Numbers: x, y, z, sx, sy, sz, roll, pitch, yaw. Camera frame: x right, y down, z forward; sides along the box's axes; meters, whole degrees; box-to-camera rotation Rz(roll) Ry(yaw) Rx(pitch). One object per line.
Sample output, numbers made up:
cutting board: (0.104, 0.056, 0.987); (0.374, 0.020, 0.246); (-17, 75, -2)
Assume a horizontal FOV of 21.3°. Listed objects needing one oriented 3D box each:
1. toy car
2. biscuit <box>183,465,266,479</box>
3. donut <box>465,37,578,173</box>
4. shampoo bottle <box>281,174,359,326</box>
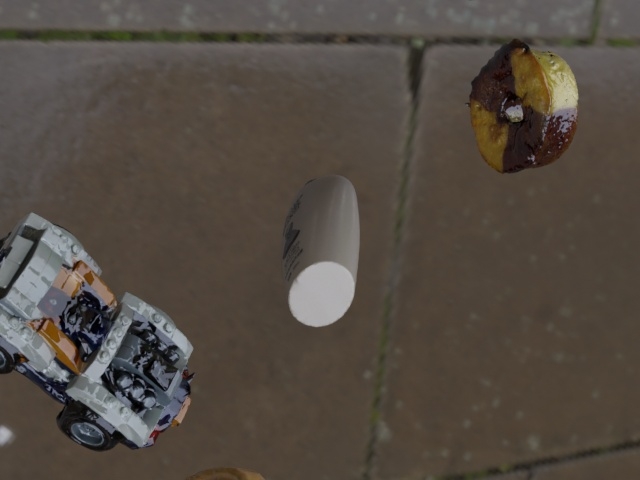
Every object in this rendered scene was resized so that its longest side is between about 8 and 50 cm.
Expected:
toy car: (-0.271, 0.110, 1.975); (0.301, 0.118, 0.193); (41, 48, -18)
biscuit: (-0.054, 0.237, 1.179); (0.029, 0.220, 0.142); (5, 113, -33)
donut: (0.208, -0.135, 1.722); (0.059, 0.140, 0.140); (-3, 108, -27)
shampoo bottle: (0.000, 0.000, 1.877); (0.078, 0.257, 0.127); (23, 113, -10)
